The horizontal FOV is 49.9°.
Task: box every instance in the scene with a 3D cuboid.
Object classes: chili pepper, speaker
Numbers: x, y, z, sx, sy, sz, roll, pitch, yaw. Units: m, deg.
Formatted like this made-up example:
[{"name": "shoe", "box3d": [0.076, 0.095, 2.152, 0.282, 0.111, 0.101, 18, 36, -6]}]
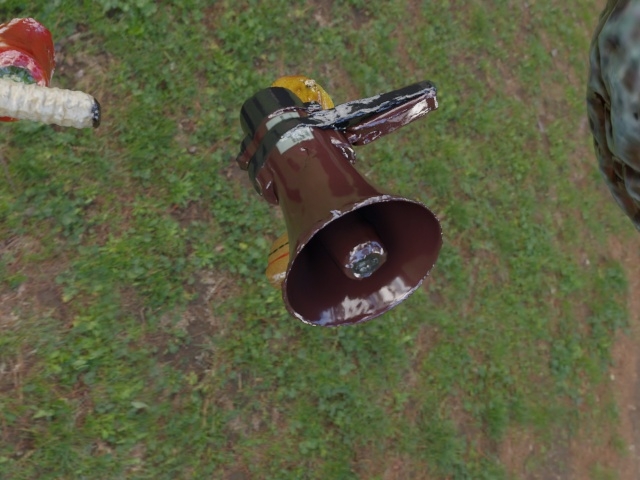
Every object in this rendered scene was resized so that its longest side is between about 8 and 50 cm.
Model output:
[{"name": "chili pepper", "box3d": [-0.532, -0.271, 1.173, 0.131, 0.135, 0.338, 1, 33, -18]}, {"name": "speaker", "box3d": [0.027, -0.099, 0.840, 0.198, 0.259, 0.330, 27, 31, -44]}]

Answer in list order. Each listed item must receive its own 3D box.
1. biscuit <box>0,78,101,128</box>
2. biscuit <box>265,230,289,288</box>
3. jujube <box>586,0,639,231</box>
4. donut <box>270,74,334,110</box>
[{"name": "biscuit", "box3d": [-0.426, -0.200, 0.982, 0.219, 0.061, 0.055, 5, 71, -21]}, {"name": "biscuit", "box3d": [-0.001, -0.002, 1.582, 0.277, 0.262, 0.052, -80, 147, -66]}, {"name": "jujube", "box3d": [0.290, -0.098, 0.456, 0.317, 0.225, 0.226, 32, 55, -64]}, {"name": "donut", "box3d": [-0.072, -0.296, 1.721, 0.118, 0.253, 0.254, 19, 66, -48]}]
